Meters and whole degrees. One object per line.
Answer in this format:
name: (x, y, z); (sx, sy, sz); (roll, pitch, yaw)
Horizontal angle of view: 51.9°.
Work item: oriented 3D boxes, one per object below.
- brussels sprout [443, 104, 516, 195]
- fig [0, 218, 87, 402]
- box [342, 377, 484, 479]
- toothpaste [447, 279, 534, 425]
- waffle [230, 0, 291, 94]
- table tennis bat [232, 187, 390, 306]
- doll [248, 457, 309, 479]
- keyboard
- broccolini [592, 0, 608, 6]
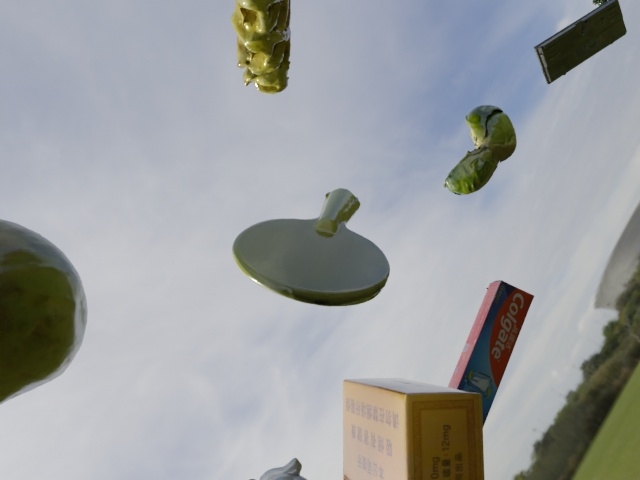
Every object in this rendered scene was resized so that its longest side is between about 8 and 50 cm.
brussels sprout: (0.143, -0.078, 0.580); (0.046, 0.051, 0.084); (23, -97, -30)
fig: (-0.560, 0.123, 1.130); (0.343, 0.343, 0.343); (-43, -30, -33)
box: (0.080, 0.270, 0.603); (0.174, 0.076, 0.274); (153, 118, -74)
toothpaste: (0.311, 0.237, 1.268); (0.066, 0.076, 0.321); (124, 170, -81)
waffle: (-0.054, -0.277, 0.579); (0.261, 0.056, 0.250); (88, 178, -73)
table tennis bat: (0.000, 0.000, 0.992); (0.369, 0.224, 0.054); (-64, -13, -64)
doll: (0.060, 0.422, 0.890); (0.099, 0.384, 0.188); (-52, 10, 7)
keyboard: (0.311, -0.238, 0.785); (0.129, 0.015, 0.049); (-34, -66, -12)
broccolini: (0.415, -0.425, 1.033); (0.030, 0.140, 0.035); (-21, -15, -33)
